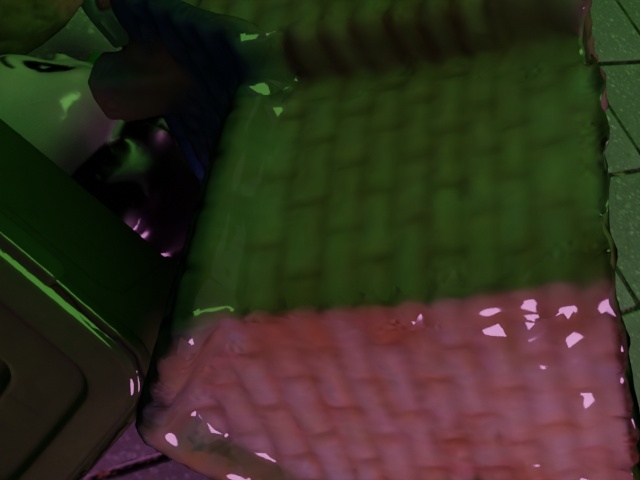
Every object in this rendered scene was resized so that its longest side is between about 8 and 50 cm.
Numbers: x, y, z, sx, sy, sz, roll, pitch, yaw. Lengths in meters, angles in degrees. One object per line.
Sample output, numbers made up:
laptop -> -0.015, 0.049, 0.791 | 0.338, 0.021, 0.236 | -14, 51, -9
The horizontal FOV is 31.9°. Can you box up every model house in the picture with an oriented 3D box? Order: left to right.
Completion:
model house -> 0.032, -0.023, 0.871 | 0.400, 0.395, 0.445 | -5, 50, 13

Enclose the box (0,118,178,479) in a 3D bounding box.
box -> -0.283, 0.042, 0.936 | 0.329, 0.253, 0.178 | 40, 33, -5

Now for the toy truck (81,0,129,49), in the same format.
toy truck -> -0.146, -0.229, 1.243 | 0.305, 0.136, 0.162 | 51, 38, -44

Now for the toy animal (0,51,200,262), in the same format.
toy animal -> -0.228, -0.078, 1.097 | 0.267, 0.212, 0.212 | 41, 42, -12

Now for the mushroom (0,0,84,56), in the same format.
mushroom -> -0.401, -0.278, 1.081 | 0.292, 0.212, 0.217 | 20, 1, 24
